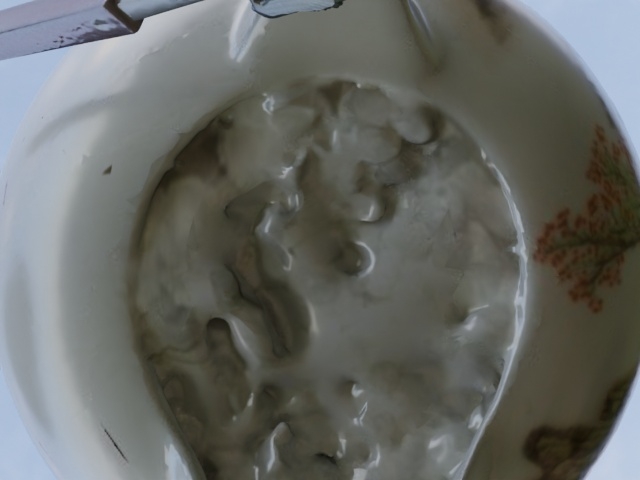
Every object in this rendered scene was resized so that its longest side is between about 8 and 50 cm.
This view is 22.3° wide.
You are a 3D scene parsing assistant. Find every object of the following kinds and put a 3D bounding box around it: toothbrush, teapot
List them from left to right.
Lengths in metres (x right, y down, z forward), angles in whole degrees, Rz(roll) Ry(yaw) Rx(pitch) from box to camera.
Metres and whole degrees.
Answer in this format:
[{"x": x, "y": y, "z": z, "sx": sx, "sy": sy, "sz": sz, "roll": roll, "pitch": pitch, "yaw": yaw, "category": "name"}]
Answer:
[{"x": -0.066, "y": -0.057, "z": 0.427, "sx": 0.014, "sy": 0.194, "sz": 0.017, "roll": 41, "pitch": -123, "yaw": -42, "category": "toothbrush"}, {"x": 0.000, "y": 0.000, "z": 0.488, "sx": 0.204, "sy": 0.139, "sz": 0.298, "roll": -4, "pitch": -85, "yaw": 1, "category": "teapot"}]
